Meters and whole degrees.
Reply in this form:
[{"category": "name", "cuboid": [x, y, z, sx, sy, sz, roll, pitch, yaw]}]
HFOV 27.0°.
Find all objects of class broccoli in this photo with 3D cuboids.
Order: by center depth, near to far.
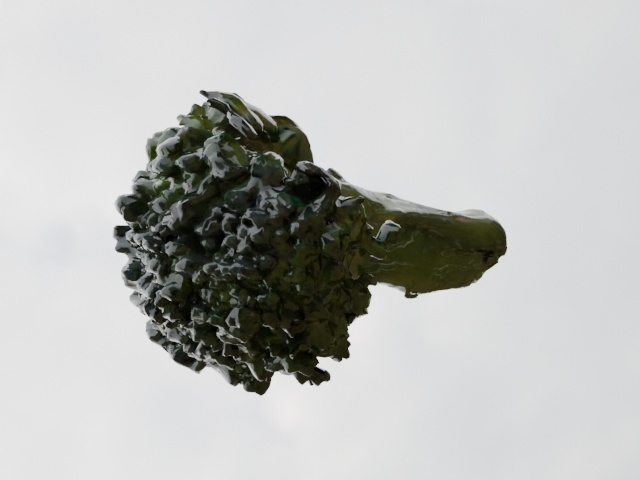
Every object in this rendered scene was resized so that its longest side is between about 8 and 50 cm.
[{"category": "broccoli", "cuboid": [-0.017, -0.009, 0.862, 0.275, 0.198, 0.177, -17, -46, -56]}]
